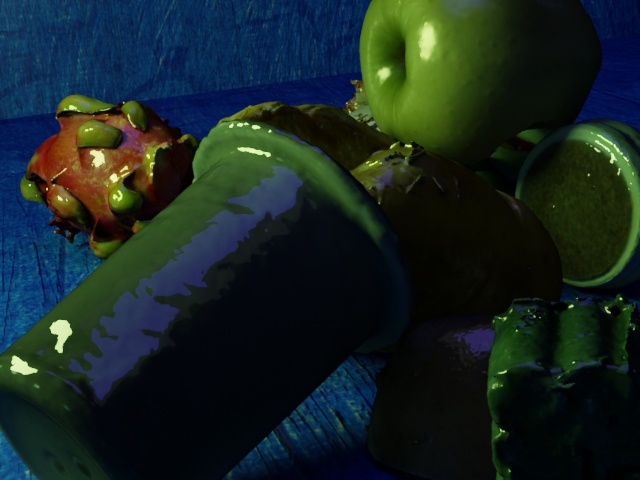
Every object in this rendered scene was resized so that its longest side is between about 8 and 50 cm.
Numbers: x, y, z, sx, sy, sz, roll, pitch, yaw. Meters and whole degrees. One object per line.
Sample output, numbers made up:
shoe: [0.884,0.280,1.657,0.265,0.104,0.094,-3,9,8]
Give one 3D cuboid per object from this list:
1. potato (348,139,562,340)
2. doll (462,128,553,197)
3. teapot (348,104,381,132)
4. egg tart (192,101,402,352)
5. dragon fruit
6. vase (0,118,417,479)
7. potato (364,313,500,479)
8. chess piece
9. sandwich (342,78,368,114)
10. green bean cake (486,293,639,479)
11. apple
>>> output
potato: [0.116,0.018,1.098,0.300,0.173,0.140,29,6,-45]
doll: [0.216,-0.099,1.586,0.198,0.186,0.322,38,44,17]
teapot: [0.094,-0.120,1.806,0.300,0.165,0.208,-8,-5,28]
egg tart: [0.000,-0.003,1.257,0.341,0.341,0.129,-24,-18,-47]
dragon fruit: [-0.306,-0.083,1.703,0.227,0.243,0.307,-45,-3,-33]
vase: [-0.106,0.075,0.932,0.245,0.245,0.291,12,43,46]
potato: [0.135,0.118,0.987,0.202,0.117,0.182,6,16,36]
chess piece: [0.397,-0.050,1.393,0.299,0.194,0.195,-6,13,-37]
sandwich: [0.103,-0.173,1.980,0.079,0.159,0.235,-34,50,-16]
green bean cake: [0.200,0.139,0.723,0.194,0.208,0.107,-3,19,17]
apple: [0.178,-0.214,1.379,0.279,0.279,0.279,-5,16,1]
